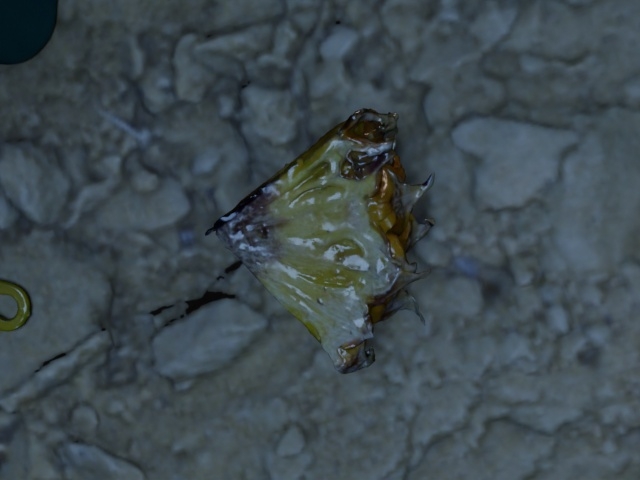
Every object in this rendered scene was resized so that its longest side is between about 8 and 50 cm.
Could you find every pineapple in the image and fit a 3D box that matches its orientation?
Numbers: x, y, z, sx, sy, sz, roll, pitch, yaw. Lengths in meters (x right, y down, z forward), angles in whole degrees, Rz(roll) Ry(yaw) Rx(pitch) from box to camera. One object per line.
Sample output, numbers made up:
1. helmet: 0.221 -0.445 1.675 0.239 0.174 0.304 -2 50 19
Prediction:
1. pineapple: 0.000 0.000 0.411 0.116 0.069 0.137 4 96 8

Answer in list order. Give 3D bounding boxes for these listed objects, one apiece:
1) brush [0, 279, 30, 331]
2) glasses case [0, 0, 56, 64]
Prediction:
1. brush: -0.269 0.014 0.482 0.205 0.011 0.083 17 95 6
2. glasses case: -0.228 -0.126 0.319 0.117 0.301 0.070 6 96 9
